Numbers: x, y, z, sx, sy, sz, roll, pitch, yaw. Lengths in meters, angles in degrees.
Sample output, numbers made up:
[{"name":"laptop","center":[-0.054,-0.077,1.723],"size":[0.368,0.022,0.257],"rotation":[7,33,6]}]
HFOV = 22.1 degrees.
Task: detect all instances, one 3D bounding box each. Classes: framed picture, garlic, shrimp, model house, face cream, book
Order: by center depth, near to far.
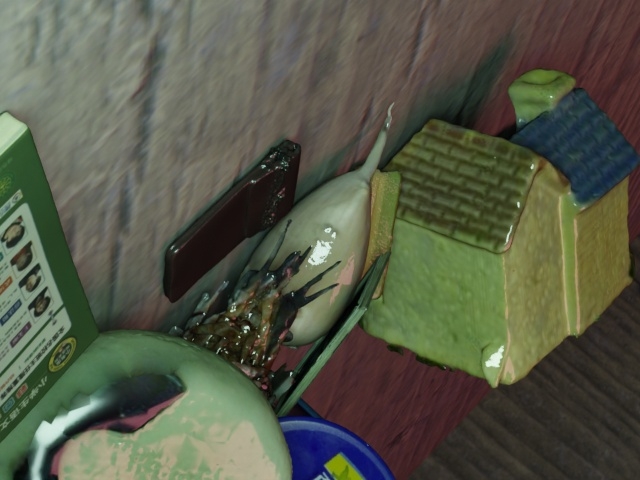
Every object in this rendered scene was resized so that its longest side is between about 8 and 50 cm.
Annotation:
[{"name":"book","center":[-0.237,0.063,1.056],"size":[0.202,0.027,0.264],"rotation":[-49,158,-23]},{"name":"face cream","center":[-0.031,0.272,1.512],"size":[0.206,0.206,0.111],"rotation":[-42,180,-27]},{"name":"shrimp","center":[-0.096,0.120,1.524],"size":[0.343,0.116,0.145],"rotation":[-51,168,29]},{"name":"garlic","center":[0.003,-0.001,1.587],"size":[0.128,0.148,0.266],"rotation":[21,118,-36]},{"name":"framed picture","center":[0.006,0.102,1.624],"size":[0.183,0.011,0.142],"rotation":[-54,-177,25]},{"name":"model house","center":[0.190,-0.038,1.815],"size":[0.321,0.261,0.266],"rotation":[-36,133,-40]}]

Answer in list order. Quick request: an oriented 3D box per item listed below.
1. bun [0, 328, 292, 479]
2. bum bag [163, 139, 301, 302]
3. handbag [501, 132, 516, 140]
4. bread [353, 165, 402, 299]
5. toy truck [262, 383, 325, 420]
[{"name":"bun","center":[-0.171,0.197,1.356],"size":[0.283,0.179,0.283],"rotation":[-8,109,-24]},{"name":"bum bag","center":[-0.076,-0.013,1.438],"size":[0.159,0.026,0.109],"rotation":[-44,165,-22]},{"name":"handbag","center":[0.204,-0.049,2.090],"size":[0.270,0.088,0.175],"rotation":[-32,149,-50]},{"name":"bread","center":[0.026,-0.014,1.709],"size":[0.074,0.084,0.139],"rotation":[3,100,-38]},{"name":"toy truck","center":[-0.112,0.296,1.646],"size":[0.175,0.146,0.367],"rotation":[-23,-151,48]}]
